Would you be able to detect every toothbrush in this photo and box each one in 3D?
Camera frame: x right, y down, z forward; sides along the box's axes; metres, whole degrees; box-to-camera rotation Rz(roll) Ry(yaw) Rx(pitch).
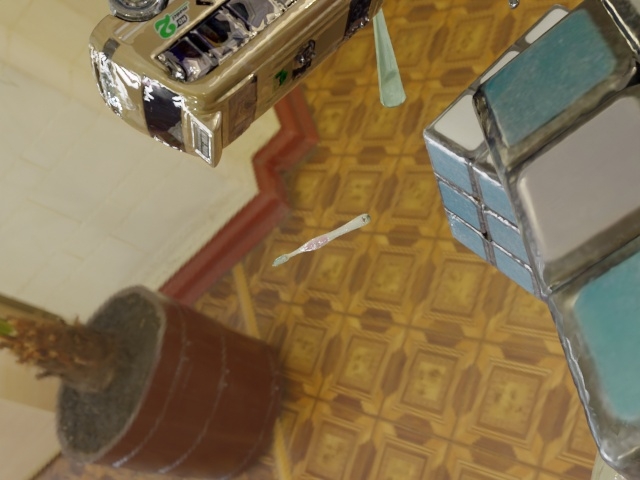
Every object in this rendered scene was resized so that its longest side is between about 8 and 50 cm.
[{"bbox_3d":[0.000,0.000,1.382,0.204,0.017,0.022,-26,13,34],"label":"toothbrush"}]

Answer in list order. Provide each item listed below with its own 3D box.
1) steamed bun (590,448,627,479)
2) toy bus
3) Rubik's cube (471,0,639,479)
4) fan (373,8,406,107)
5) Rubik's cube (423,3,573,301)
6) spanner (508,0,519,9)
[{"bbox_3d":[0.499,0.279,1.020,0.383,0.236,0.247,-5,44,32],"label":"steamed bun"},{"bbox_3d":[-0.070,-0.208,0.834,0.157,0.139,0.289,41,68,12],"label":"toy bus"},{"bbox_3d":[0.350,-0.007,0.528,0.359,0.362,0.363,-35,38,25],"label":"Rubik's cube"},{"bbox_3d":[0.083,-0.273,1.179,0.016,0.038,0.193,27,133,61],"label":"fan"},{"bbox_3d":[0.372,-0.101,1.287,0.304,0.305,0.301,-43,55,-12],"label":"Rubik's cube"},{"bbox_3d":[0.369,-0.618,1.752,0.087,0.024,0.315,-176,80,-77],"label":"spanner"}]
